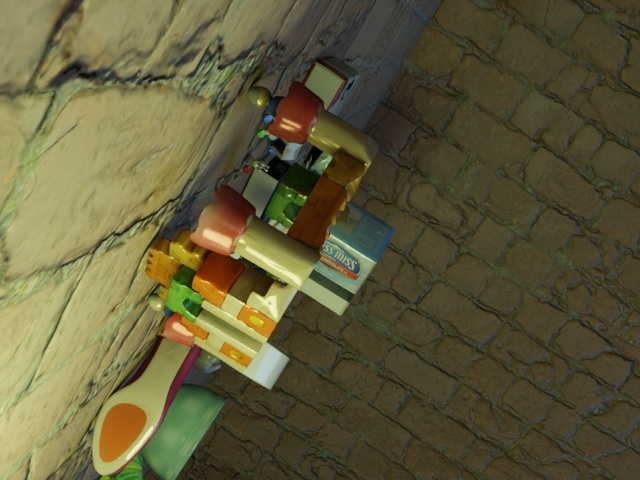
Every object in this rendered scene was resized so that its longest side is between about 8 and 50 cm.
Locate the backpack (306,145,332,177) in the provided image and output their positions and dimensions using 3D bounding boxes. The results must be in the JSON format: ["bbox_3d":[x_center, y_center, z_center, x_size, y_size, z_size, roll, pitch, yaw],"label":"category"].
[{"bbox_3d":[0.033,-0.264,2.107,0.182,0.115,0.152,-55,-179,10],"label":"backpack"}]

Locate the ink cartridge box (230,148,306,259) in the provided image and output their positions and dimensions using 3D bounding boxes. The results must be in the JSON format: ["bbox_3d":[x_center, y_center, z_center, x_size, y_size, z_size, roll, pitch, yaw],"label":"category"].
[{"bbox_3d":[-0.149,-0.057,1.526,0.332,0.065,0.165,-57,179,37],"label":"ink cartridge box"}]

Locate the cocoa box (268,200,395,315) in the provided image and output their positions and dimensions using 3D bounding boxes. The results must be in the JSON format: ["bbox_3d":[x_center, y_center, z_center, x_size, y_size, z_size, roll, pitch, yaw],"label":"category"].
[{"bbox_3d":[0.000,0.000,2.004,0.228,0.347,0.231,-59,177,33],"label":"cocoa box"}]

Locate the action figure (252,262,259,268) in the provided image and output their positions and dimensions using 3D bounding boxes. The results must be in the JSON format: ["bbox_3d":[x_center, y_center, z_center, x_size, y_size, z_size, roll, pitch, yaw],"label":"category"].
[{"bbox_3d":[-0.144,0.028,2.411,0.370,0.248,0.275,-45,-136,13],"label":"action figure"}]

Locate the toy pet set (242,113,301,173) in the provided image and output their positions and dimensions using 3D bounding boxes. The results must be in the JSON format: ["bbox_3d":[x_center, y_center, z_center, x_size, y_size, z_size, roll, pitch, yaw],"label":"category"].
[{"bbox_3d":[-0.090,-0.187,1.230,0.114,0.065,0.122,-4,134,-43],"label":"toy pet set"}]

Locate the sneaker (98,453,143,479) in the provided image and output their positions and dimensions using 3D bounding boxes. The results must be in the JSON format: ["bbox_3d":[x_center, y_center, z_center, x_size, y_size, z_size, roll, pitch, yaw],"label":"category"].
[{"bbox_3d":[-0.592,0.721,2.109,0.295,0.123,0.109,-57,178,-45],"label":"sneaker"}]

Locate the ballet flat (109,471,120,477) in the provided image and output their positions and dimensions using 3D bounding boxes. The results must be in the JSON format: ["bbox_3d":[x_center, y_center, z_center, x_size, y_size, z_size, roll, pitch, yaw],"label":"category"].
[{"bbox_3d":[-0.531,0.535,1.787,0.084,0.058,0.250,-26,151,-42],"label":"ballet flat"}]

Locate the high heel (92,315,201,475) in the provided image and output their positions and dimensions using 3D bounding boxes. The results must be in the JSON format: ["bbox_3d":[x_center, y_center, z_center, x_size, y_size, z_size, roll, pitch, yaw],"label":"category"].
[{"bbox_3d":[-0.350,0.325,1.470,0.377,0.127,0.181,-60,169,-17],"label":"high heel"}]

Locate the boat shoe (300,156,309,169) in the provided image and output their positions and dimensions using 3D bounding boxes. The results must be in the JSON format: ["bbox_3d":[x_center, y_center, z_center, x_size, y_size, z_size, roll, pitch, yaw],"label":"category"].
[{"bbox_3d":[-0.070,-0.142,1.719,0.104,0.089,0.285,-56,178,-21],"label":"boat shoe"}]

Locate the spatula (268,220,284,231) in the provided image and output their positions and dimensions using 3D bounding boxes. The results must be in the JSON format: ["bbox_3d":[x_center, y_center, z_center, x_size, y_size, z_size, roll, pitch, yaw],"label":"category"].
[{"bbox_3d":[-0.114,-0.050,1.723,0.168,0.019,0.242,-15,164,-36],"label":"spatula"}]

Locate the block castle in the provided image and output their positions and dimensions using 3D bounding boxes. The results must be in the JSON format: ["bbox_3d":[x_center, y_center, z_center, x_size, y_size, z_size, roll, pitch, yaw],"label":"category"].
[{"bbox_3d":[-0.115,-0.004,1.074,0.303,0.213,0.453,-61,-177,-32],"label":"block castle"}]

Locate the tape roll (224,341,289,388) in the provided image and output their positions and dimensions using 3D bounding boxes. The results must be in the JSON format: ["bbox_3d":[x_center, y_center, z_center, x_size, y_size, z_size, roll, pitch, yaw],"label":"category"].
[{"bbox_3d":[-0.226,0.281,1.826,0.100,0.286,0.286,-56,178,-11],"label":"tape roll"}]

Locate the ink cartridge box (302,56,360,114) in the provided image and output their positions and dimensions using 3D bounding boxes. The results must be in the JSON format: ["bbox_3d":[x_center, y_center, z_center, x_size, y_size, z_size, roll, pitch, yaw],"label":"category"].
[{"bbox_3d":[0.008,-0.297,1.393,0.127,0.072,0.175,-59,178,23],"label":"ink cartridge box"}]

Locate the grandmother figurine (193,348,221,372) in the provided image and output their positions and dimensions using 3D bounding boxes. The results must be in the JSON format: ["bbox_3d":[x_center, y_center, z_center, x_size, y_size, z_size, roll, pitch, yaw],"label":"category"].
[{"bbox_3d":[-0.325,0.312,2.361,0.208,0.104,0.342,24,103,-48],"label":"grandmother figurine"}]

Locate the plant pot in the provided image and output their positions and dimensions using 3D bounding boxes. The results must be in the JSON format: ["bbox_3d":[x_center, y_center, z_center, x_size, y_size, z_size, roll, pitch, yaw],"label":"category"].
[{"bbox_3d":[-0.434,0.537,2.015,0.293,0.196,0.293,-57,179,-2],"label":"plant pot"}]
